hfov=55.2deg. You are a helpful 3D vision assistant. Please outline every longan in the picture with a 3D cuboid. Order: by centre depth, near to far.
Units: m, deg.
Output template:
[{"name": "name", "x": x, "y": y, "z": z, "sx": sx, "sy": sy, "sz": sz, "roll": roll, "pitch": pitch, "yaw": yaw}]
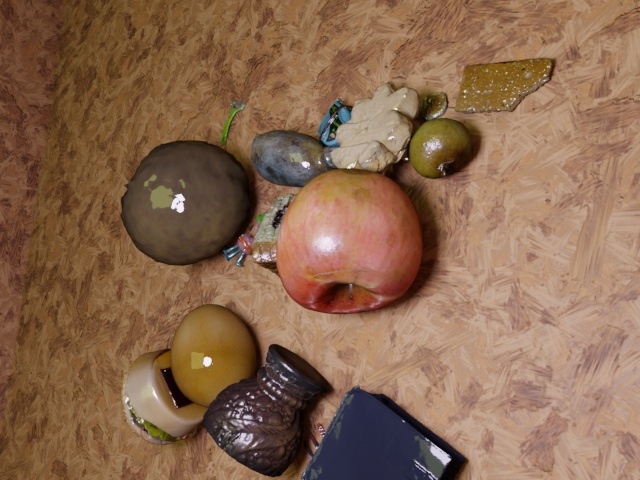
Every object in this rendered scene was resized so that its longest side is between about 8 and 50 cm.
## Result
[{"name": "longan", "x": 0.297, "y": -0.220, "z": 1.510, "sx": 0.154, "sy": 0.145, "sz": 0.176, "roll": 104, "pitch": 164, "yaw": -45}, {"name": "longan", "x": -0.440, "y": -0.119, "z": 1.965, "sx": 0.436, "sy": 0.404, "sz": 0.404, "roll": -26, "pitch": 60, "yaw": 29}]

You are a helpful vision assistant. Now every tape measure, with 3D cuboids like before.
[{"name": "tape measure", "x": 0.056, "y": -0.334, "z": 1.811, "sx": 0.146, "sy": 0.081, "sz": 0.125, "roll": -54, "pitch": 45, "yaw": 15}]

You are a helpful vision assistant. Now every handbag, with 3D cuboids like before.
[{"name": "handbag", "x": 0.143, "y": 0.546, "z": 1.419, "sx": 0.329, "sy": 0.122, "sz": 0.303, "roll": 30, "pitch": 92, "yaw": 42}]

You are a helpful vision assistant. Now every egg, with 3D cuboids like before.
[{"name": "egg", "x": -0.316, "y": 0.335, "z": 1.812, "sx": 0.250, "sy": 0.250, "sz": 0.322, "roll": -38, "pitch": 47, "yaw": 27}]

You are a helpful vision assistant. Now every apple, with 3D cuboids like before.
[{"name": "apple", "x": 0.068, "y": -0.003, "z": 1.514, "sx": 0.364, "sy": 0.364, "sz": 0.363, "roll": -15, "pitch": 67, "yaw": 38}]

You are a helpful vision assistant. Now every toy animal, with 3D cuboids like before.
[{"name": "toy animal", "x": -0.210, "y": 0.005, "z": 1.940, "sx": 0.208, "sy": 0.100, "sz": 0.103, "roll": -40, "pitch": 75, "yaw": 15}]

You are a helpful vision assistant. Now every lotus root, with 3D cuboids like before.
[{"name": "lotus root", "x": -0.080, "y": -0.239, "z": 1.836, "sx": 0.350, "sy": 0.175, "sz": 0.175, "roll": 17, "pitch": 88, "yaw": 43}]

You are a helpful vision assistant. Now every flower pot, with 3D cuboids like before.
[{"name": "flower pot", "x": -0.130, "y": 0.434, "z": 1.622, "sx": 0.266, "sy": 0.266, "sz": 0.267, "roll": 34, "pitch": 88, "yaw": 43}]

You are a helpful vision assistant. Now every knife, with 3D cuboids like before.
[{"name": "knife", "x": -0.331, "y": -0.429, "z": 2.228, "sx": 0.078, "sy": 0.023, "sz": 0.166, "roll": 29, "pitch": 95, "yaw": 48}]

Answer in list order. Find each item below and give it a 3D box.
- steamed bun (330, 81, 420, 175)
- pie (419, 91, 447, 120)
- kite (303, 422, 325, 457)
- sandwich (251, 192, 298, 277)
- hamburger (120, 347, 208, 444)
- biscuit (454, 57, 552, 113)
[{"name": "steamed bun", "x": 0.166, "y": -0.282, "z": 1.644, "sx": 0.292, "sy": 0.137, "sz": 0.295, "roll": -47, "pitch": 30, "yaw": 18}, {"name": "pie", "x": 0.301, "y": -0.361, "z": 1.641, "sx": 0.084, "sy": 0.020, "sz": 0.084, "roll": -14, "pitch": 67, "yaw": 37}, {"name": "kite", "x": 0.030, "y": 0.593, "z": 1.580, "sx": 0.141, "sy": 0.015, "sz": 0.245, "roll": -49, "pitch": 51, "yaw": 16}, {"name": "sandwich", "x": -0.110, "y": -0.027, "z": 1.726, "sx": 0.100, "sy": 0.288, "sz": 0.254, "roll": 0, "pitch": 78, "yaw": 15}, {"name": "hamburger", "x": -0.480, "y": 0.478, "z": 1.891, "sx": 0.170, "sy": 0.302, "sz": 0.302, "roll": -32, "pitch": 57, "yaw": 21}, {"name": "biscuit", "x": 0.449, "y": -0.378, "z": 1.512, "sx": 0.237, "sy": 0.026, "sz": 0.131, "roll": 9, "pitch": 84, "yaw": 42}]
